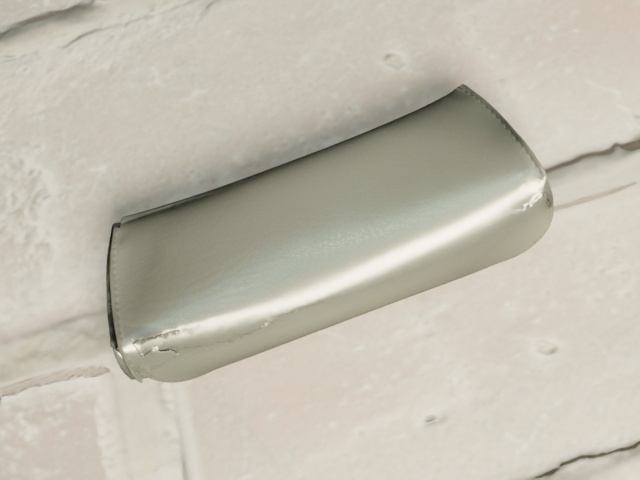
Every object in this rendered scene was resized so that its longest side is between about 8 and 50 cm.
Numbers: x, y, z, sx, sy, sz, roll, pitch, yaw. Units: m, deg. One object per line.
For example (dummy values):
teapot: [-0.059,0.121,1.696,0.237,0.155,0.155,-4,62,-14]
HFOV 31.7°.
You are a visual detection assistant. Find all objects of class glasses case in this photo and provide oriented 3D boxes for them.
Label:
glasses case: [-0.001,-0.002,0.786,0.308,0.083,0.128,-21,58,1]
